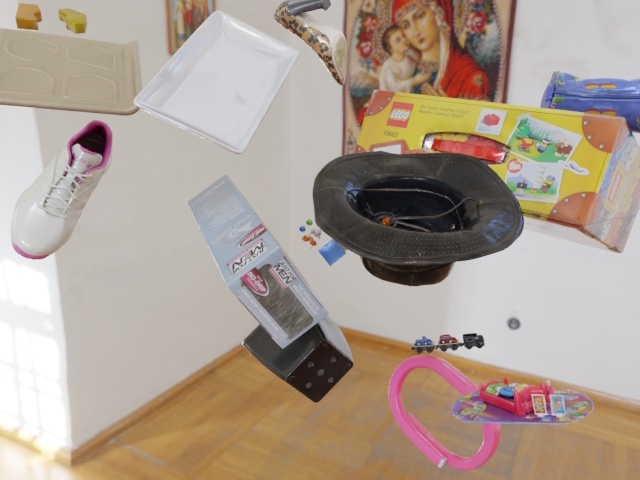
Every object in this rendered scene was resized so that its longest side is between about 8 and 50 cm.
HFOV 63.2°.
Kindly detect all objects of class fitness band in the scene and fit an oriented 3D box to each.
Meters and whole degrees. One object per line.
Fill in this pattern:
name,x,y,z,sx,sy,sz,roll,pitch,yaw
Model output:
fitness band,0.285,0.404,1.235,0.054,0.209,0.291,4,28,-48

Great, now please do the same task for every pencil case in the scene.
pencil case,0.614,-0.282,1.062,0.306,0.119,0.133,9,-5,24

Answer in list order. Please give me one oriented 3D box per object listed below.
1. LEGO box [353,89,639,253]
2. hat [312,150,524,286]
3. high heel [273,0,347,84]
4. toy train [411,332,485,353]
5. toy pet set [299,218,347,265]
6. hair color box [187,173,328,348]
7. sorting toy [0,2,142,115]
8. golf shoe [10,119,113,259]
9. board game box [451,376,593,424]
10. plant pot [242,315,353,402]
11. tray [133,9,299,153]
LEGO box,0.380,-0.148,1.115,0.500,0.193,0.372,20,5,39
hat,0.139,-0.019,0.787,0.331,0.134,0.331,-2,34,1
high heel,-0.026,-0.571,1.513,0.186,0.261,0.093,6,42,34
toy train,0.275,0.222,1.134,0.158,0.036,0.027,-9,0,17
toy pet set,0.000,0.000,1.126,0.065,0.114,0.122,-35,-4,-43
hair color box,-0.138,0.025,1.043,0.114,0.185,0.374,-37,35,-4
sorting toy,-0.409,-0.288,0.828,0.229,0.041,0.307,-3,46,-19
golf shoe,-0.488,-0.109,0.993,0.115,0.306,0.140,28,-34,-24
board game box,0.250,0.193,0.659,0.169,0.033,0.133,-8,-1,27
plant pot,-0.035,0.262,1.215,0.187,0.188,0.167,-45,36,-3
tray,-0.131,-0.222,0.722,0.145,0.030,0.270,24,48,-6
